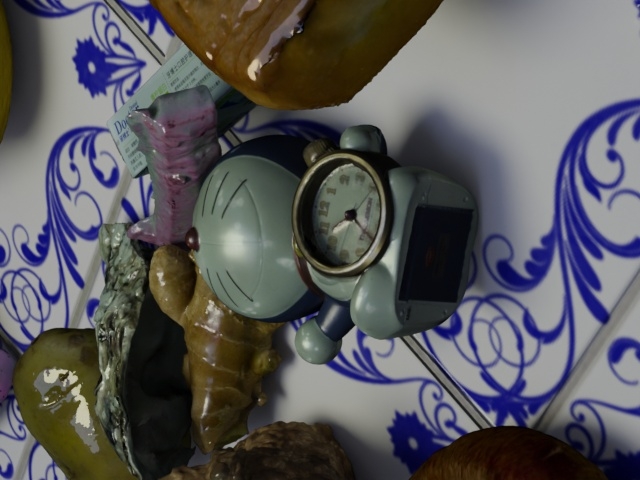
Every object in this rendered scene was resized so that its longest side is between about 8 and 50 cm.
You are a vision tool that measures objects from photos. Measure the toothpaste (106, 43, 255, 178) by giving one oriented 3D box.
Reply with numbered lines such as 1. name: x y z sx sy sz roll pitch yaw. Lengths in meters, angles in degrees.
1. toothpaste: -0.070 -0.154 1.567 0.336 0.081 0.067 -36 78 50

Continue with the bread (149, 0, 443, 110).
1. bread: -0.014 -0.295 1.343 0.328 0.148 0.337 44 110 31

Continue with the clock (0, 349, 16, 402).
1. clock: -0.481 0.144 2.079 0.248 0.090 0.227 24 144 -14

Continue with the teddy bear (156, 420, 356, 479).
1. teddy bear: -0.048 0.283 1.631 0.246 0.222 0.296 30 120 2

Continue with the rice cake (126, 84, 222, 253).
1. rice cake: -0.127 -0.051 1.610 0.290 0.081 0.051 105 156 -67

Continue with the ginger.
1. ginger: -0.083 0.094 1.703 0.081 0.115 0.205 -114 9 -71

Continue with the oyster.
1. oyster: -0.169 0.109 1.730 0.087 0.199 0.252 -20 95 24

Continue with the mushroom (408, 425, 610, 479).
1. mushroom: 0.148 0.272 1.430 0.267 0.254 0.267 2 96 25

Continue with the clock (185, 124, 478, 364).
1. clock: 0.000 0.000 1.506 0.243 0.146 0.199 11 99 43

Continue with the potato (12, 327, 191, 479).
1. potato: -0.217 0.175 1.835 0.200 0.137 0.154 49 180 3

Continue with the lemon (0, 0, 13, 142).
1. lemon: -0.440 -0.190 1.832 0.285 0.285 0.316 27 154 40
